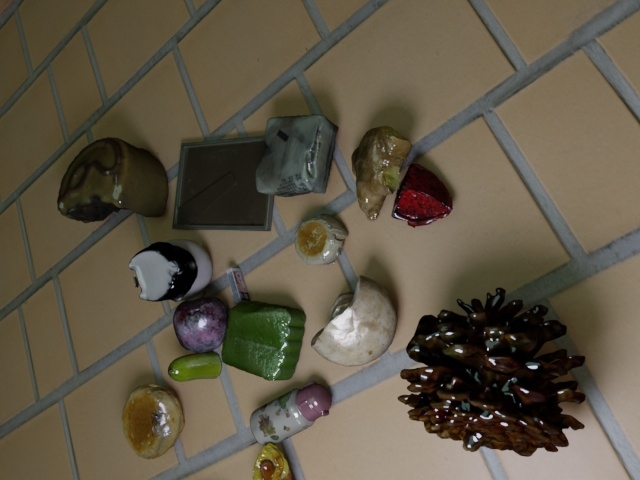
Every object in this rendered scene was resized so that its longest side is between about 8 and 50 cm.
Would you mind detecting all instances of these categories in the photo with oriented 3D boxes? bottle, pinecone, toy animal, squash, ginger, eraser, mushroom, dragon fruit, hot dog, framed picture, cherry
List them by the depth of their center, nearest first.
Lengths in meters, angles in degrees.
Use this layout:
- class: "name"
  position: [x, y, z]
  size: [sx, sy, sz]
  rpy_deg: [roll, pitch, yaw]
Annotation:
- class: "pinecone"
  position: [0.382, 0.287, 1.221]
  size: [0.397, 0.397, 0.398]
  rpy_deg: [-5, 80, 31]
- class: "dragon fruit"
  position: [0.282, -0.114, 1.517]
  size: [0.161, 0.121, 0.127]
  rpy_deg: [25, 53, 8]
- class: "mushroom"
  position: [0.108, 0.234, 1.522]
  size: [0.189, 0.195, 0.254]
  rpy_deg: [40, 102, -4]
- class: "ginger"
  position: [0.152, -0.192, 1.577]
  size: [0.219, 0.123, 0.270]
  rpy_deg: [44, 117, 53]
- class: "hot dog"
  position: [-0.128, 0.712, 1.583]
  size: [0.123, 0.093, 0.262]
  rpy_deg: [-21, 95, 17]
- class: "bottle"
  position: [-0.080, 0.500, 1.617]
  size: [0.253, 0.120, 0.120]
  rpy_deg: [-34, 66, 22]
- class: "squash"
  position: [-0.418, 0.408, 1.801]
  size: [0.095, 0.188, 0.095]
  rpy_deg: [-6, 79, 34]
- class: "cherry"
  position: [-0.384, 0.273, 1.810]
  size: [0.195, 0.195, 0.195]
  rpy_deg: [-5, 80, 31]
- class: "eraser"
  position: [-0.271, 0.150, 1.828]
  size: [0.029, 0.052, 0.122]
  rpy_deg: [-30, 69, 24]
- class: "toy animal"
  position: [-0.489, 0.100, 1.841]
  size: [0.212, 0.266, 0.213]
  rpy_deg: [0, 91, 16]
- class: "framed picture"
  position: [-0.339, -0.195, 1.940]
  size: [0.445, 0.028, 0.326]
  rpy_deg: [2, 84, 32]

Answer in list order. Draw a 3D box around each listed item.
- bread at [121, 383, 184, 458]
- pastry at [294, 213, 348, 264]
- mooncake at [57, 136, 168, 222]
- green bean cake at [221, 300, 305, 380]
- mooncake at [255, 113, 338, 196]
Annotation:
- class: "bread"
  position: [-0.561, 0.607, 1.894]
  size: [0.244, 0.134, 0.245]
  rpy_deg: [-4, 82, 29]
- class: "pastry"
  position: [0.000, 0.000, 1.663]
  size: [0.165, 0.088, 0.166]
  rpy_deg: [-4, 82, 28]
- class: "mooncake"
  position: [-0.797, -0.188, 2.105]
  size: [0.394, 0.246, 0.393]
  rpy_deg: [-45, 56, 14]
- class: "green bean cake"
  position: [-0.179, 0.301, 1.708]
  size: [0.248, 0.125, 0.222]
  rpy_deg: [9, 86, 30]
- class: "mooncake"
  position: [-0.068, -0.256, 1.715]
  size: [0.254, 0.136, 0.250]
  rpy_deg: [5, 83, 37]
